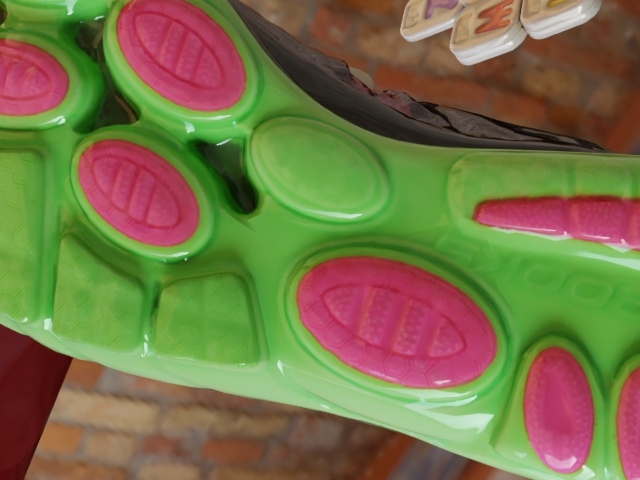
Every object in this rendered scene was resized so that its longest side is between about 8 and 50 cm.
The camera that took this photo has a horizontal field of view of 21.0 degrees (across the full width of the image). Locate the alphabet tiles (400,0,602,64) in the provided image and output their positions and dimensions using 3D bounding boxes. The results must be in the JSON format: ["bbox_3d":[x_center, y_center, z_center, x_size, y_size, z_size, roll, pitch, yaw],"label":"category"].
[{"bbox_3d":[0.188,-0.277,1.478,0.278,0.284,0.021,-17,135,36],"label":"alphabet tiles"}]

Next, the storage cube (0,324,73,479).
[{"bbox_3d":[-0.243,0.050,0.912,0.184,0.193,0.215,20,-173,-22],"label":"storage cube"}]

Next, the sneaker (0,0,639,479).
[{"bbox_3d":[0.000,0.000,0.764,0.483,0.185,0.202,25,175,11],"label":"sneaker"}]

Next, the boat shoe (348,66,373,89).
[{"bbox_3d":[-0.027,-0.038,0.876,0.049,0.137,0.043,41,163,43],"label":"boat shoe"}]
